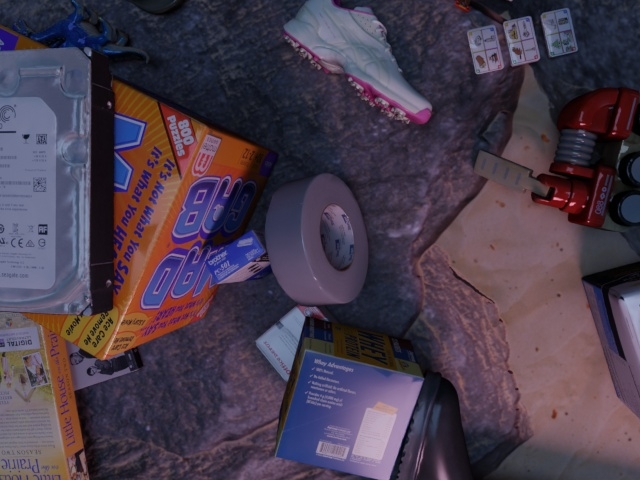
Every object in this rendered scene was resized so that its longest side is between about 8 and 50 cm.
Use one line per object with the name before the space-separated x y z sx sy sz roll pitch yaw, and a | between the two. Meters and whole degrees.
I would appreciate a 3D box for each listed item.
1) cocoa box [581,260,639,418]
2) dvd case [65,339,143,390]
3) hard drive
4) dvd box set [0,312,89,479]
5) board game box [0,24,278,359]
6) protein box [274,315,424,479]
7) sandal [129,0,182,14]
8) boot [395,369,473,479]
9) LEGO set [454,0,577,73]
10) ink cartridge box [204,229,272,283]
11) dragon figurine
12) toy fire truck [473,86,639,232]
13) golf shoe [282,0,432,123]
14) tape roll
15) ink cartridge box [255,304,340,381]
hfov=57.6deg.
cocoa box | 0.618 0.125 0.866 0.347 0.228 0.231 -17 90 11
dvd case | -0.495 0.210 1.179 0.239 0.029 0.179 -19 89 12
hard drive | -0.391 -0.075 0.767 0.237 0.064 0.339 2 91 11
dvd box set | -0.636 0.312 1.172 0.308 0.062 0.420 -8 93 18
board game box | -0.341 -0.077 0.970 0.356 0.356 0.356 26 97 9
protein box | 0.044 0.266 0.991 0.200 0.136 0.201 14 105 -5
sandal | -0.357 -0.503 1.105 0.219 0.060 0.090 32 98 8
boot | 0.351 0.437 0.971 0.445 0.146 0.367 12 103 13
LEGO set | 0.321 -0.419 1.003 0.182 0.060 0.244 -14 91 -1
ink cartridge box | -0.111 0.029 1.007 0.097 0.207 0.046 -33 82 10
dragon figurine | -0.449 -0.362 1.116 0.289 0.085 0.144 34 98 8
toy fire truck | 0.399 -0.142 0.952 0.246 0.158 0.217 12 95 -1
golf shoe | 0.082 -0.324 1.008 0.306 0.115 0.140 37 95 6
tape roll | 0.000 0.000 0.977 0.072 0.219 0.219 -11 91 31
ink cartridge box | -0.036 0.179 1.078 0.135 0.056 0.099 -40 86 9
